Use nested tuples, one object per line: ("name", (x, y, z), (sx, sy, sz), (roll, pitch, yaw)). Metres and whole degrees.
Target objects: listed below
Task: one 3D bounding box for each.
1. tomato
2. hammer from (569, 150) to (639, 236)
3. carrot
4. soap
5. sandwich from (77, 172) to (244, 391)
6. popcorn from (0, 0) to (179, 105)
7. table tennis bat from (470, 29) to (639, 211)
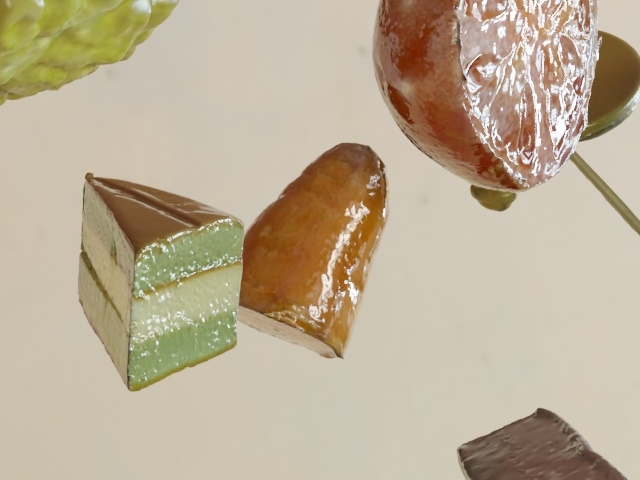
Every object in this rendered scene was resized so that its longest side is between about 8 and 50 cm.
("tomato", (0.103, -0.146, 1.280), (0.095, 0.237, 0.237), (3, -165, 30))
("hammer", (0.287, -0.051, 1.876), (0.060, 0.195, 0.028), (-38, 174, -26))
("carrot", (0.000, 0.000, 1.960), (0.225, 0.159, 0.159), (-61, -169, -11))
("soap", (0.223, 0.301, 1.499), (0.107, 0.296, 0.285), (-23, -172, -2))
("sandwich", (-0.163, 0.025, 1.469), (0.187, 0.117, 0.144), (16, -162, 35))
("popcorn", (-0.177, -0.205, 1.009), (0.206, 0.251, 0.237), (-14, 158, -37))
("table tennis bat", (0.247, -0.146, 2.157), (0.198, 0.050, 0.321), (12, -135, 23))
